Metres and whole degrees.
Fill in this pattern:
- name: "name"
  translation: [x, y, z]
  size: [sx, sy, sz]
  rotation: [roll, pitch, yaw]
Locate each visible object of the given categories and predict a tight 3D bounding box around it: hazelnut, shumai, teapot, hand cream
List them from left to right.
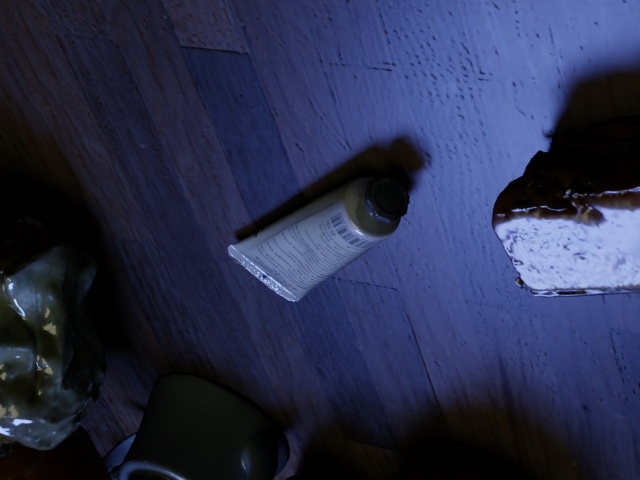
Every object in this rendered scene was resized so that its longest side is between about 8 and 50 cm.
- name: "shumai"
  translation: [-0.289, 0.053, 1.466]
  size: [0.256, 0.189, 0.218]
  rotation: [47, 131, 19]
- name: "hazelnut"
  translation: [-0.298, 0.248, 1.541]
  size: [0.182, 0.182, 0.182]
  rotation: [21, 145, 16]
- name: "teapot"
  translation: [-0.143, 0.245, 1.588]
  size: [0.239, 0.149, 0.162]
  rotation: [0, 136, 37]
- name: "hand cream"
  translation: [0.000, 0.000, 1.264]
  size: [0.080, 0.050, 0.234]
  rotation: [39, 150, -12]

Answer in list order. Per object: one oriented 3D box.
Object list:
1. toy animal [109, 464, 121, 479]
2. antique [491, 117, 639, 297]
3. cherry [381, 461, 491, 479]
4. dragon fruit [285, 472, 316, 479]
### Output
- name: "toy animal"
  translation: [-0.197, 0.265, 1.731]
  size: [0.136, 0.065, 0.047]
  rotation: [-7, 113, 39]
- name: "antique"
  translation: [0.257, -0.027, 0.988]
  size: [0.310, 0.087, 0.093]
  rotation: [-5, 130, 42]
- name: "cherry"
  translation: [0.126, 0.317, 1.447]
  size: [0.192, 0.175, 0.249]
  rotation: [-1, 136, 52]
- name: "dragon fruit"
  translation: [-0.006, 0.333, 1.557]
  size: [0.163, 0.262, 0.189]
  rotation: [-10, 97, 13]
